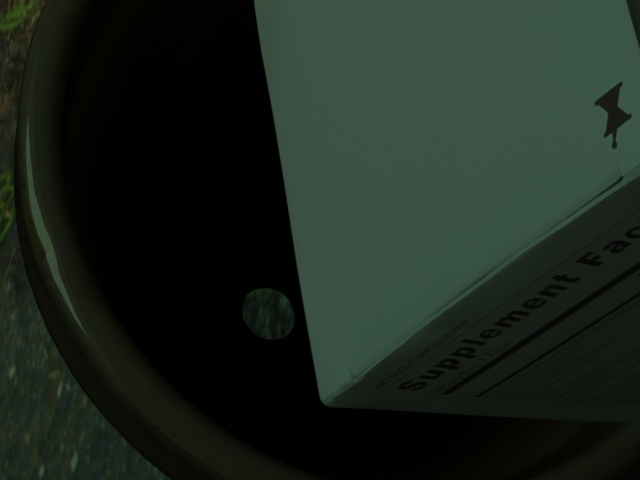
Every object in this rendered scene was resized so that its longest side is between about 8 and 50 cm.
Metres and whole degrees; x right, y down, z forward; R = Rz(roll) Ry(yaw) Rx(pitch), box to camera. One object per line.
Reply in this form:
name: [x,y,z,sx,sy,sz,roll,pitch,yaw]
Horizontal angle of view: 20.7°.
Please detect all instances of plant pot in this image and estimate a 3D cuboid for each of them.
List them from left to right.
plant pot: [0.000,0.000,0.693,0.229,0.263,0.263,133,136,-67]

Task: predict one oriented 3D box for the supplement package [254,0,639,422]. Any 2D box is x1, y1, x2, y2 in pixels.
supplement package: [0.124,-0.034,0.463,0.139,0.244,0.134,-40,51,48]
